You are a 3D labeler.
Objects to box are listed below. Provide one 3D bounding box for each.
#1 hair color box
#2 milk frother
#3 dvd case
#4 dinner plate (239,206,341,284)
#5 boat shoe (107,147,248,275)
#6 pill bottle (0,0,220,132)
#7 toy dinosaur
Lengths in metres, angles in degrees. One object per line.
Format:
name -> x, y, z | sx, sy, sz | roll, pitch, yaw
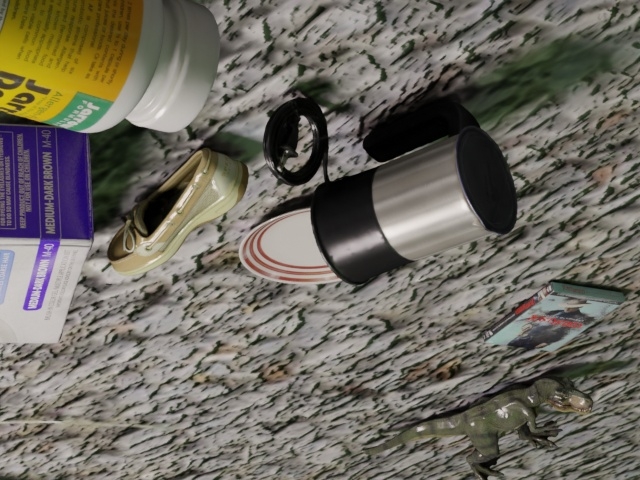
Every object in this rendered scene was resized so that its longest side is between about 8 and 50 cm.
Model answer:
hair color box -> -0.350, -0.005, 1.284 | 0.338, 0.110, 0.185 | 3, 152, -15
milk frother -> 0.048, -0.051, 1.270 | 0.134, 0.129, 0.143 | -21, 156, 31
dvd case -> 0.225, 0.075, 1.678 | 0.087, 0.013, 0.119 | 9, 147, -29
dinner plate -> 0.000, 0.000, 1.474 | 0.141, 0.017, 0.141 | -6, 152, -3
boat shoe -> -0.123, -0.024, 1.363 | 0.048, 0.056, 0.153 | 29, 135, -35
pill bottle -> -0.172, -0.133, 1.070 | 0.208, 0.118, 0.117 | 14, 146, -36
toy dinosaur -> 0.188, 0.208, 1.873 | 0.268, 0.064, 0.118 | -22, 135, 27
